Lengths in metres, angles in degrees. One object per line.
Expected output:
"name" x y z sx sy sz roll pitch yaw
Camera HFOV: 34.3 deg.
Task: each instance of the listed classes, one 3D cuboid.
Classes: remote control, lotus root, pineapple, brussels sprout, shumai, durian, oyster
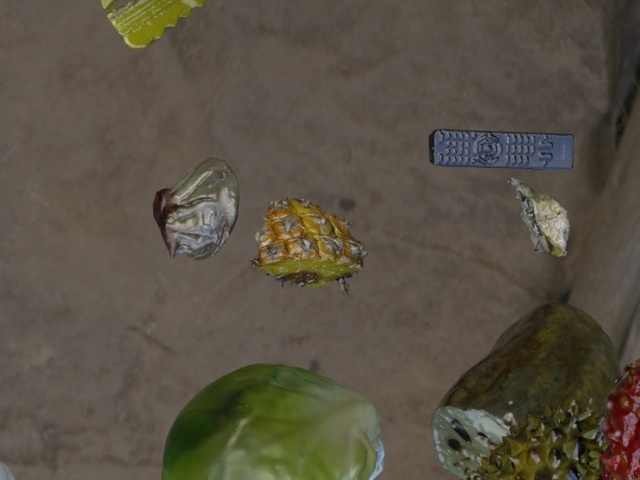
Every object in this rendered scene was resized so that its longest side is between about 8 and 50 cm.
"remote control" 0.295 -0.146 1.679 0.245 0.025 0.063 2 88 -12
"lotus root" 0.345 0.247 1.648 0.250 0.346 0.250 23 135 25
"pineapple" -0.001 -0.005 1.847 0.161 0.158 0.334 -19 157 19
"brussels sprout" -0.073 0.341 1.569 0.344 0.344 0.268 8 136 -3
"shumai" -0.231 -0.057 1.816 0.120 0.201 0.201 13 120 -31
"durian" 0.240 0.302 1.046 0.258 0.258 0.293 41 83 -18
"oyster" 0.381 -0.048 1.797 0.072 0.209 0.133 -17 98 5

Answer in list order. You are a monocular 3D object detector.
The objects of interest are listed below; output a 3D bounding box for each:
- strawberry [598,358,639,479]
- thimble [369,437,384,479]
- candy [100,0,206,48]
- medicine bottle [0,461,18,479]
"strawberry" 0.220 0.169 0.573 0.208 0.087 0.167 45 123 -6
"thimble" 0.014 0.490 2.344 0.250 0.172 0.205 -6 102 -30
"candy" -0.118 -0.292 0.716 0.187 0.081 0.297 -40 138 -23
"medicine bottle" -0.404 0.369 1.312 0.103 0.103 0.187 -7 132 6
